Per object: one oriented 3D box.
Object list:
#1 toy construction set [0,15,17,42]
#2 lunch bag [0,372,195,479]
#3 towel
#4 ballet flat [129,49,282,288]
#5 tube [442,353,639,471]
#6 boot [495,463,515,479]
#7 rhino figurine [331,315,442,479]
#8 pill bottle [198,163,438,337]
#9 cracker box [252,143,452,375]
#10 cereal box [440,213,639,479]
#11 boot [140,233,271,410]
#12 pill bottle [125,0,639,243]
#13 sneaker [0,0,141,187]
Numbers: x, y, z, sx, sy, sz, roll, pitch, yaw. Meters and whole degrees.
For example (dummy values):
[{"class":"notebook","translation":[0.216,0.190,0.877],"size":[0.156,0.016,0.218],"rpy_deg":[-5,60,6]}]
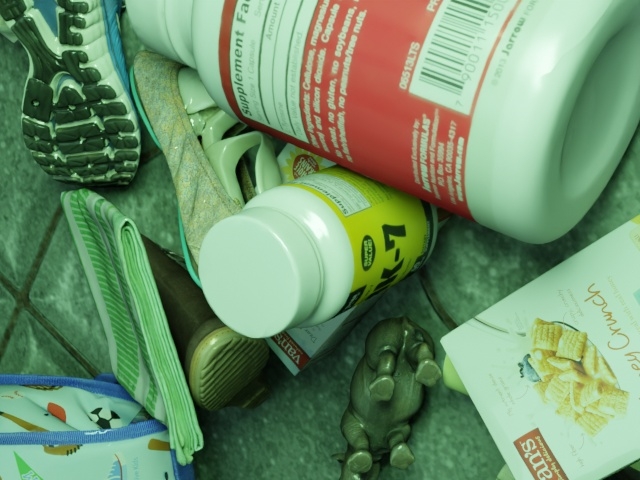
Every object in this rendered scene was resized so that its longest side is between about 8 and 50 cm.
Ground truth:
[{"class":"toy construction set","translation":[-0.483,-0.251,1.396],"size":[0.328,0.151,0.215],"rpy_deg":[-25,56,21]},{"class":"lunch bag","translation":[-0.326,0.331,1.446],"size":[0.385,0.239,0.327],"rpy_deg":[-1,105,12]},{"class":"towel","translation":[-0.200,0.073,1.275],"size":[0.325,0.038,0.247],"rpy_deg":[-154,48,-69]},{"class":"ballet flat","translation":[-0.096,-0.088,1.188],"size":[0.106,0.107,0.316],"rpy_deg":[-36,55,21]},{"class":"tube","translation":[0.225,0.139,1.097],"size":[0.240,0.062,0.070],"rpy_deg":[19,110,31]},{"class":"boot","translation":[0.248,0.231,1.110],"size":[0.165,0.077,0.213],"rpy_deg":[45,127,17]},{"class":"rhino figurine","translation":[0.056,0.181,1.216],"size":[0.073,0.106,0.243],"rpy_deg":[11,121,-9]},{"class":"pill bottle","translation":[0.000,0.004,1.034],"size":[0.119,0.208,0.119],"rpy_deg":[12,111,32]},{"class":"cracker box","translation":[0.000,0.000,1.209],"size":[0.155,0.067,0.232],"rpy_deg":[49,126,13]},{"class":"cereal box","translation":[0.239,0.097,1.030],"size":[0.240,0.047,0.173],"rpy_deg":[-36,71,23]},{"class":"boot","translation":[-0.141,0.073,1.251],"size":[0.090,0.248,0.207],"rpy_deg":[-40,74,-7]},{"class":"pill bottle","translation":[0.047,-0.171,1.013],"size":[0.408,0.229,0.229],"rpy_deg":[25,119,27]},{"class":"sneaker","translation":[-0.244,-0.200,1.290],"size":[0.130,0.147,0.330],"rpy_deg":[3,127,9]}]
